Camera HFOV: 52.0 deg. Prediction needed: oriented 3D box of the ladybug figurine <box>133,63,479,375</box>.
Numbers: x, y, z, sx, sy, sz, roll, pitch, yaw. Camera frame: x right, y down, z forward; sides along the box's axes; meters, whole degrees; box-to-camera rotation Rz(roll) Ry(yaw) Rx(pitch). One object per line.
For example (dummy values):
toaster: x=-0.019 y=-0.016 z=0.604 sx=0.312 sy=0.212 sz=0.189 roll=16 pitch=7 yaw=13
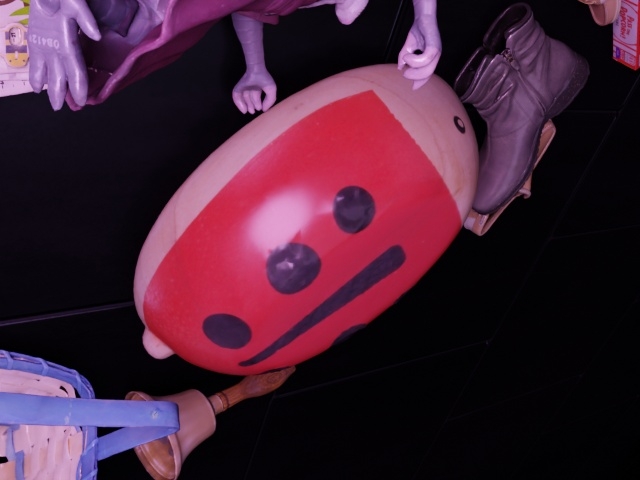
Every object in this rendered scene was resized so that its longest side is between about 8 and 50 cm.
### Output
ladybug figurine: x=0.000 y=0.000 z=0.727 sx=0.449 sy=0.162 sz=0.305 roll=-39 pitch=141 yaw=0

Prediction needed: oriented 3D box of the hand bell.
hand bell: x=-0.128 y=0.218 z=0.898 sx=0.242 sy=0.126 sz=0.126 roll=-19 pitch=138 yaw=-39

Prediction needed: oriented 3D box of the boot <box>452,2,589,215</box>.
boot: x=0.216 y=-0.160 z=0.825 sx=0.161 sy=0.083 sz=0.246 roll=15 pitch=111 yaw=-37

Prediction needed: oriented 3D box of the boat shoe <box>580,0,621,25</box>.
boat shoe: x=0.320 y=-0.308 z=0.779 sx=0.045 sy=0.050 sz=0.135 roll=-36 pitch=131 yaw=1

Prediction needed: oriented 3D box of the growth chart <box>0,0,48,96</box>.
growth chart: x=-0.210 y=-0.171 z=0.453 sx=0.237 sy=0.021 sz=0.171 roll=-27 pitch=136 yaw=-36

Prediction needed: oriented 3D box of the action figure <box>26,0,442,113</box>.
action figure: x=-0.052 y=-0.223 z=0.483 sx=0.370 sy=0.248 sz=0.275 roll=-37 pitch=114 yaw=-48

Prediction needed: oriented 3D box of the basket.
basket: x=-0.313 y=0.195 z=0.612 sx=0.289 sy=0.201 sz=0.255 roll=-23 pitch=151 yaw=31

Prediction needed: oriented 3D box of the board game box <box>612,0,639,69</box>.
board game box: x=0.474 y=-0.342 z=0.865 sx=0.193 sy=0.045 sz=0.146 roll=-37 pitch=141 yaw=-3

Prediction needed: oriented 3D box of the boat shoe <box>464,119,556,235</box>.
boat shoe: x=0.273 y=-0.086 z=0.928 sx=0.068 sy=0.072 sz=0.190 roll=20 pitch=113 yaw=-46
